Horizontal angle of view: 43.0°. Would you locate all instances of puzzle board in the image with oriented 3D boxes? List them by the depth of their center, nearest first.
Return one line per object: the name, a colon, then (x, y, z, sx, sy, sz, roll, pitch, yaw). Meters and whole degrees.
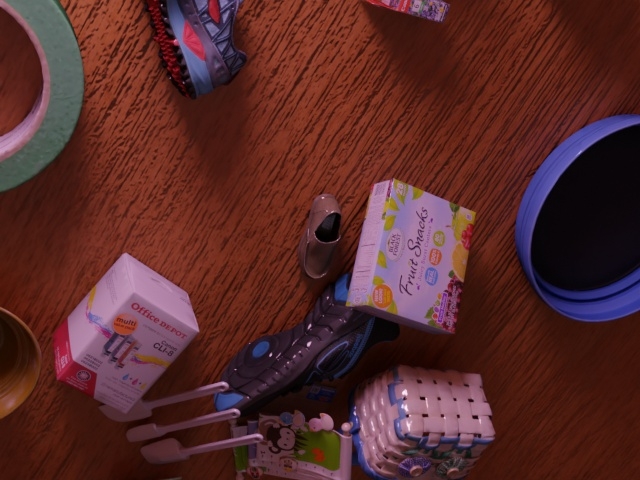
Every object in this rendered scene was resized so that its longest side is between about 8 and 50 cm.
puzzle board: (-0.043, 0.291, 1.447, 0.128, 0.011, 0.096, 17, 108, -27)

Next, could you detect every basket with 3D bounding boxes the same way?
basket: (0.149, 0.344, 1.448, 0.255, 0.201, 0.289, 8, 147, -22)

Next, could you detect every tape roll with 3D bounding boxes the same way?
tape roll: (-0.459, -0.209, 1.004, 0.322, 0.077, 0.321, -8, 117, -16)

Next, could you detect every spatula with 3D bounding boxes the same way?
spatula: (-0.221, 0.301, 1.324, 0.242, 0.019, 0.168, -17, 119, 22)

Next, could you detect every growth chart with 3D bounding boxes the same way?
growth chart: (-0.052, 0.362, 1.409, 0.237, 0.021, 0.171, 1, 118, 19)

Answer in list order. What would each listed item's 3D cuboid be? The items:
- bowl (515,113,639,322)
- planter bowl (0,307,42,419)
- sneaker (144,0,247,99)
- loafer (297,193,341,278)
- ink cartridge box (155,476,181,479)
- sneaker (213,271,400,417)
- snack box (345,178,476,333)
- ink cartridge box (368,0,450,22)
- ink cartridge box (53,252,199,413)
bowl: (0.523, -0.040, 1.441, 0.392, 0.077, 0.390, -9, 119, -16)
planter bowl: (-0.513, 0.158, 1.163, 0.217, 0.090, 0.217, -8, 118, -15)
sneaker: (-0.165, -0.324, 1.055, 0.125, 0.104, 0.261, -28, 128, -25)
loafer: (0.000, 0.000, 1.289, 0.056, 0.050, 0.147, -1, 116, -19)
ink cartridge box: (-0.307, 0.483, 1.420, 0.109, 0.062, 0.209, 0, 116, -20)
sneaker: (-0.018, 0.201, 1.343, 0.341, 0.125, 0.139, -35, 123, 1)
snack box: (0.146, 0.029, 1.291, 0.175, 0.070, 0.207, 21, 73, -27)
ink cartridge box: (0.118, -0.340, 1.150, 0.115, 0.063, 0.029, 8, 114, -23)
ink cartridge box: (-0.290, 0.137, 1.210, 0.128, 0.127, 0.176, 37, 99, -30)
